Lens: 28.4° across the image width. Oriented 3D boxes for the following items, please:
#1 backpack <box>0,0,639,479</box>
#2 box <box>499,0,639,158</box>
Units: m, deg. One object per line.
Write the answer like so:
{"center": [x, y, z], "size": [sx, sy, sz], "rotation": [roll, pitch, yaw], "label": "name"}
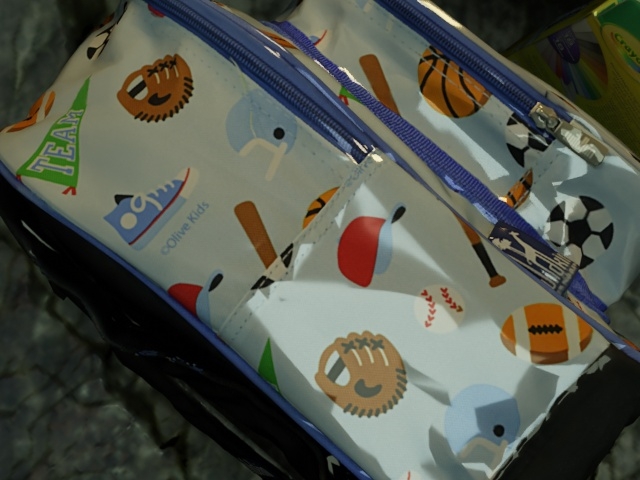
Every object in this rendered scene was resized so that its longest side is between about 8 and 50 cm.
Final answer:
{"center": [0.000, 0.000, 0.532], "size": [0.263, 0.276, 0.213], "rotation": [33, 82, 0], "label": "backpack"}
{"center": [0.143, -0.061, 0.580], "size": [0.043, 0.179, 0.105], "rotation": [-34, 95, -5], "label": "box"}
